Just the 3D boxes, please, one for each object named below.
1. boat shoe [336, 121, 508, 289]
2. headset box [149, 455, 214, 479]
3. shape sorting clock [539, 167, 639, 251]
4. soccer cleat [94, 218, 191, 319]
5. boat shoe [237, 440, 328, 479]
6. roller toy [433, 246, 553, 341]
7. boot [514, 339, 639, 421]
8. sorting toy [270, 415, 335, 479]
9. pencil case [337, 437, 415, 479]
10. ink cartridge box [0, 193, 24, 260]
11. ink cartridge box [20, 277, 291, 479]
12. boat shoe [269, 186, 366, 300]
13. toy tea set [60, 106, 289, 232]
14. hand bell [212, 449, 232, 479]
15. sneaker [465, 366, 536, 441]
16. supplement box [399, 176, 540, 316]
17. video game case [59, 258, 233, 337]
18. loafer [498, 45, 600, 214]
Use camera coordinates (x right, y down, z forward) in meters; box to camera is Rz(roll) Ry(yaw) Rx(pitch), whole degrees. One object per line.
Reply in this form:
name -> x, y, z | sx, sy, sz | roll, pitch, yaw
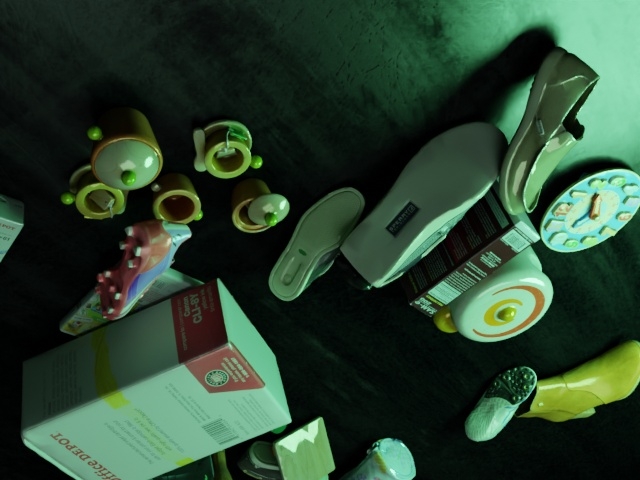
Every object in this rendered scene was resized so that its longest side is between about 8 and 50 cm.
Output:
boat shoe -> 0.169, -0.054, 1.370 | 0.340, 0.127, 0.158 | -42, 169, 4
headset box -> -0.335, 0.532, 1.679 | 0.283, 0.246, 0.131 | -5, 136, -13
shape sorting clock -> 0.502, -0.052, 1.520 | 0.206, 0.040, 0.206 | -9, 137, -9
soccer cleat -> -0.279, 0.050, 1.275 | 0.095, 0.083, 0.248 | -7, 150, -35
boat shoe -> -0.084, 0.519, 1.879 | 0.227, 0.081, 0.068 | 29, 123, -30
roller toy -> 0.319, 0.089, 1.524 | 0.209, 0.146, 0.191 | 2, 133, -20
boot -> 0.587, 0.330, 1.893 | 0.211, 0.104, 0.295 | 5, 136, -23
sorting toy -> -0.043, 0.479, 1.817 | 0.132, 0.046, 0.275 | -23, 106, -34
pencil case -> 0.107, 0.591, 1.988 | 0.124, 0.113, 0.273 | 26, 122, -25
ink cartridge box -> -0.501, -0.014, 1.209 | 0.088, 0.052, 0.122 | 21, 123, -34
ink cartridge box -> -0.286, 0.267, 1.452 | 0.384, 0.160, 0.279 | -23, 137, 5
boat shoe -> 0.000, 0.000, 1.393 | 0.233, 0.084, 0.079 | -53, 164, 23
toy tea set -> -0.196, -0.076, 1.196 | 0.336, 0.124, 0.200 | 4, 133, -22
hand bell -> -0.200, 0.421, 1.616 | 0.126, 0.242, 0.126 | -9, 136, -9
sneaker -> 0.420, 0.373, 1.907 | 0.086, 0.085, 0.237 | -9, 140, -49
supplement box -> 0.244, 0.009, 1.429 | 0.239, 0.130, 0.073 | -38, 134, 21
video game case -> -0.300, 0.126, 1.440 | 0.206, 0.026, 0.227 | -42, 133, 23
loafer -> 0.349, -0.156, 1.262 | 0.102, 0.092, 0.269 | -22, 131, -52
